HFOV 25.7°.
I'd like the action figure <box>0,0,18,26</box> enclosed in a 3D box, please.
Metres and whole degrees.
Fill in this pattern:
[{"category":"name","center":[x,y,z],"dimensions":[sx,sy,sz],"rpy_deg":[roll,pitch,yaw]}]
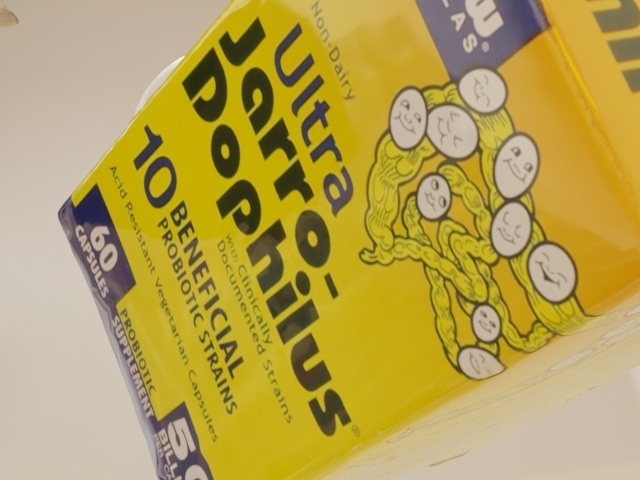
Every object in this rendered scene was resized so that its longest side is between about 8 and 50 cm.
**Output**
[{"category":"action figure","center":[-0.382,-0.339,1.292],"dimensions":[0.330,0.179,0.341],"rpy_deg":[62,18,-23]}]

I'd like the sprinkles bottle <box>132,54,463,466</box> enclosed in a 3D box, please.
[{"category":"sprinkles bottle","center":[0.000,0.000,0.999],"dimensions":[0.355,0.121,0.121],"rpy_deg":[46,-40,36]}]

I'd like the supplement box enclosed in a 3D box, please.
[{"category":"supplement box","center":[0.056,-0.018,0.633],"dimensions":[0.356,0.195,0.194],"rpy_deg":[-40,-112,49]}]
